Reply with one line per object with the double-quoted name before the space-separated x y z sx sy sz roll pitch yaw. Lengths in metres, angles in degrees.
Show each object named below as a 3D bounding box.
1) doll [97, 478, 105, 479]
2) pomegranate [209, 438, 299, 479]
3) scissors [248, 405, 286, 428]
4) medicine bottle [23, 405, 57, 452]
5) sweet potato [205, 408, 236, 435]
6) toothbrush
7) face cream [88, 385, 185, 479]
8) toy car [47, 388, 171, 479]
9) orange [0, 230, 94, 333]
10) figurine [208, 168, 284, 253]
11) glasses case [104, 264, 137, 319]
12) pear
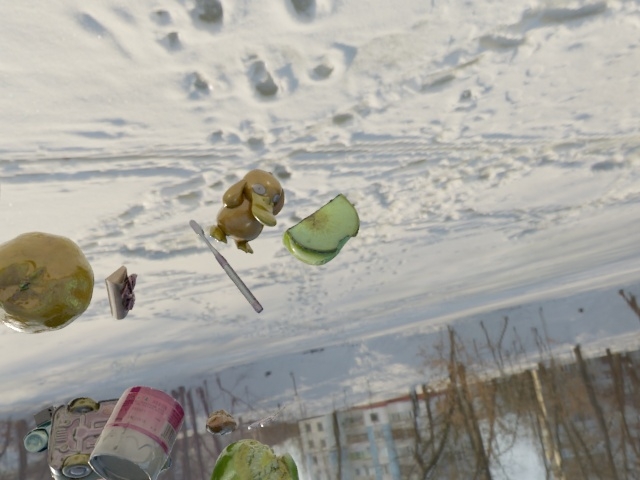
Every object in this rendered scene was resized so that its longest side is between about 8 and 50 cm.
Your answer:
"doll" -0.645 0.816 1.861 0.093 0.262 0.211 -45 122 -2
"pomegranate" -0.175 0.612 1.463 0.236 0.236 0.302 -14 178 14
"scissors" -0.156 0.565 1.947 0.100 0.015 0.189 -25 175 24
"medicine bottle" -0.953 0.655 2.083 0.079 0.124 0.258 -24 180 -11
"sweet potato" -0.258 0.488 1.619 0.060 0.068 0.206 -6 159 7
"toothbrush" -0.267 0.068 1.704 0.024 0.354 0.029 -44 159 8
"face cream" -0.452 0.489 1.506 0.175 0.195 0.175 8 130 10
"toy car" -0.620 0.610 1.813 0.336 0.242 0.226 -4 133 -15
"orange" -0.749 0.111 1.609 0.279 0.279 0.235 -9 172 -13
"figurine" -0.216 -0.093 1.813 0.228 0.215 0.215 -34 158 31
"glasses case" -0.621 0.170 1.946 0.102 0.070 0.193 -45 157 -40
"pear" 0.000 0.000 2.105 0.292 0.159 0.292 -38 173 -6
